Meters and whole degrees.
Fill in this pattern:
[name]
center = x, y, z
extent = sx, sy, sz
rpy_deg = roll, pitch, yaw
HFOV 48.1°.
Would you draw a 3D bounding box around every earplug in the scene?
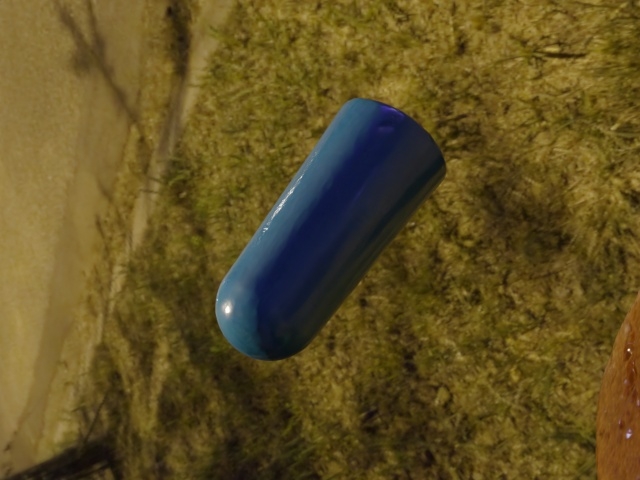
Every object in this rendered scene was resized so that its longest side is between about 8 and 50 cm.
[earplug]
center = 0.000, 0.000, 0.720
extent = 0.132, 0.273, 0.132
rpy_deg = 33, 162, 12

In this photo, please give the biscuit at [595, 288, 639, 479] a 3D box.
[biscuit]
center = 0.215, 0.079, 0.363
extent = 0.049, 0.257, 0.273
rpy_deg = 14, 139, 5
